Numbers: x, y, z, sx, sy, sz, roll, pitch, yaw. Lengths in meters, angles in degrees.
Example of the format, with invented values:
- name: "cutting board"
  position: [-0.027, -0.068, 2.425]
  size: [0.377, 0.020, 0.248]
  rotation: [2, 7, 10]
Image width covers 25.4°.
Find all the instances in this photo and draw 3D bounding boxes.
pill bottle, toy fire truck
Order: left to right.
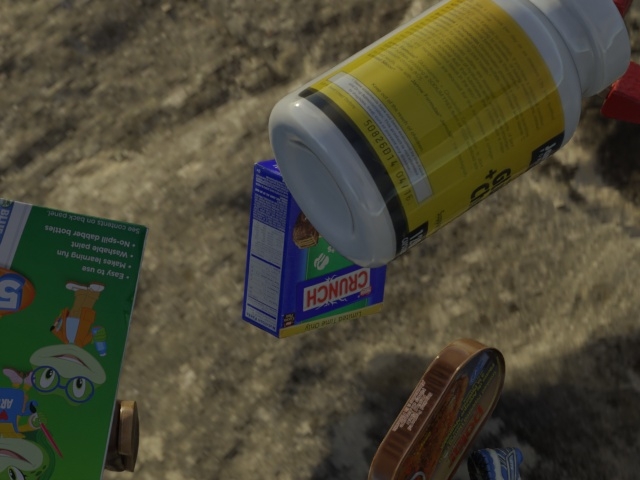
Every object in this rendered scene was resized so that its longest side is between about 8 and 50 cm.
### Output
- name: "pill bottle"
  position: [0.072, -0.072, 0.755]
  size: [0.184, 0.103, 0.103]
  rotation: [-33, 60, -16]
- name: "toy fire truck"
  position: [0.219, -0.190, 1.255]
  size: [0.192, 0.135, 0.047]
  rotation: [23, 54, 11]

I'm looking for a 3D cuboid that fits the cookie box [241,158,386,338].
- name: "cookie box"
  position: [0.000, 0.000, 0.906]
  size: [0.092, 0.107, 0.040]
  rotation: [-13, 27, -40]

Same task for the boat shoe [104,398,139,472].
- name: "boat shoe"
  position: [-0.216, 0.189, 1.408]
  size: [0.073, 0.207, 0.073]
  rotation: [0, 73, -4]

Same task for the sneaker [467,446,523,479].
- name: "sneaker"
  position: [0.188, 0.262, 1.372]
  size: [0.058, 0.052, 0.135]
  rotation: [-15, 98, -22]

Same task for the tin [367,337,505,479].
- name: "tin"
  position: [0.111, 0.180, 1.354]
  size: [0.040, 0.106, 0.189]
  rotation: [25, 77, 39]

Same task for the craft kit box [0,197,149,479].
- name: "craft kit box"
  position: [-0.247, 0.088, 0.851]
  size: [0.250, 0.061, 0.246]
  rotation: [11, 80, -11]
